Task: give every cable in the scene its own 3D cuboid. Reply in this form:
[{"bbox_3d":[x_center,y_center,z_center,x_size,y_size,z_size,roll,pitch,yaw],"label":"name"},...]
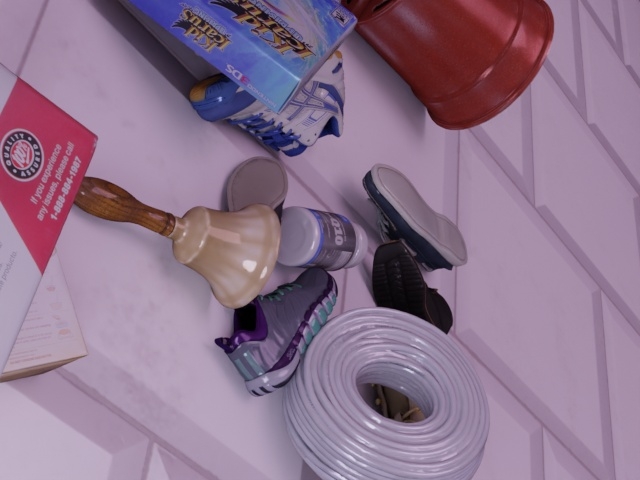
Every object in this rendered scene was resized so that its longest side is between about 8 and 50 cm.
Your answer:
[{"bbox_3d":[0.084,0.198,1.435,0.257,0.089,0.257,38,43,16],"label":"cable"}]

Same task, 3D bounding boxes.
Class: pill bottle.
[{"bbox_3d":[0.000,0.000,1.555,0.137,0.078,0.078,8,64,-57],"label":"pill bottle"}]

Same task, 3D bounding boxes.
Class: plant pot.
[{"bbox_3d":[0.193,-0.364,1.955,0.265,0.272,0.272,34,43,-33],"label":"plant pot"}]

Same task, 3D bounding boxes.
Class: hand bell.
[{"bbox_3d":[-0.175,-0.019,1.291,0.242,0.126,0.126,22,52,-35],"label":"hand bell"}]

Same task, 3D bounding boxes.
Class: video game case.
[{"bbox_3d":[-0.104,-0.297,1.455,0.269,0.061,0.244,37,33,-3],"label":"video game case"}]

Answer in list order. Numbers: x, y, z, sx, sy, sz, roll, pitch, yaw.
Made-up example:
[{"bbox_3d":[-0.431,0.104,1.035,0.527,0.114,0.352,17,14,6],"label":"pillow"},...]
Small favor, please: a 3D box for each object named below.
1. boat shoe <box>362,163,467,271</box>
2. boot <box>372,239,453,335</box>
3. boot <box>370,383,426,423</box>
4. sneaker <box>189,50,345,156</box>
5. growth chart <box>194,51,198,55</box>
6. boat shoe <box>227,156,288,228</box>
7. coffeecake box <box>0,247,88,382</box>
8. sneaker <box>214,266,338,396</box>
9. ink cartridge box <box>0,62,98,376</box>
[{"bbox_3d":[0.128,-0.027,1.784,0.254,0.079,0.095,35,40,-47],"label":"boat shoe"},{"bbox_3d":[0.138,0.075,1.750,0.137,0.076,0.198,-52,129,-62],"label":"boot"},{"bbox_3d":[0.104,0.251,1.540,0.262,0.095,0.203,13,60,-56],"label":"boot"},{"bbox_3d":[-0.050,-0.170,1.561,0.296,0.111,0.131,-21,105,-52],"label":"sneaker"},{"bbox_3d":[-0.200,-0.347,1.523,0.237,0.021,0.172,47,35,-33],"label":"growth chart"},{"bbox_3d":[-0.083,-0.023,1.478,0.206,0.075,0.065,-86,-176,-47],"label":"boat shoe"},{"bbox_3d":[-0.300,0.032,1.055,0.142,0.068,0.186,-7,77,-58],"label":"coffeecake box"},{"bbox_3d":[-0.050,0.080,1.422,0.098,0.083,0.224,51,34,-17],"label":"sneaker"},{"bbox_3d":[-0.381,-0.057,0.820,0.384,0.160,0.279,39,46,-28],"label":"ink cartridge box"}]
